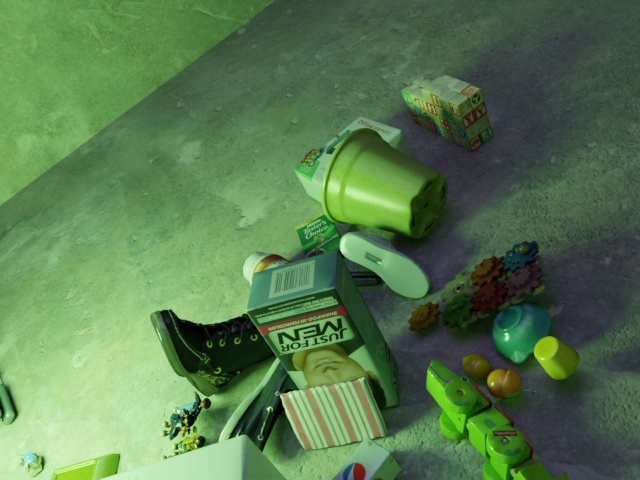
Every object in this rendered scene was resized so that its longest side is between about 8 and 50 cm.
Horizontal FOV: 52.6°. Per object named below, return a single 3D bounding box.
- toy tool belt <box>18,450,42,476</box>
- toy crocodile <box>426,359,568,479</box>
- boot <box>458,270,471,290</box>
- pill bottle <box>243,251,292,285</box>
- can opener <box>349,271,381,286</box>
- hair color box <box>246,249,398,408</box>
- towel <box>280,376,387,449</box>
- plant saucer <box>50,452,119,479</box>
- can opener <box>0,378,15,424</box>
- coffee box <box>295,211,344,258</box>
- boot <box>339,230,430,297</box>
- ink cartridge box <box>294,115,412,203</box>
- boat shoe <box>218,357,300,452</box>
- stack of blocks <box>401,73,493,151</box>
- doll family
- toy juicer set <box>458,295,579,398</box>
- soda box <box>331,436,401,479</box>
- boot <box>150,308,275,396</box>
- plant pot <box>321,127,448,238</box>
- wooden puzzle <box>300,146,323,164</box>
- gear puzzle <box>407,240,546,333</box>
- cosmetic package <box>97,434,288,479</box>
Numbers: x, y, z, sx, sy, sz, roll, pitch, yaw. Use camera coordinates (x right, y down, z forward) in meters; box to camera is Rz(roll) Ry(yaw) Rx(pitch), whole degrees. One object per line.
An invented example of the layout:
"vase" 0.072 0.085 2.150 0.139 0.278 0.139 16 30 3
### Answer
"toy tool belt" -0.756 0.570 1.680 0.052 0.051 0.083 -41 40 -14
"toy crocodile" 0.312 0.350 1.210 0.105 0.115 0.340 -21 38 -19
"boot" 0.368 0.096 1.506 0.118 0.042 0.087 -35 37 -7
"pill bottle" -0.114 0.106 1.728 0.121 0.121 0.216 -44 39 -17
"can opener" 0.068 0.099 1.677 0.186 0.073 0.059 5 41 24
"hair color box" 0.017 0.207 1.334 0.185 0.374 0.113 -16 38 17
"towel" 0.028 0.361 1.354 0.197 0.144 0.029 -15 19 17
"plant saucer" -0.586 0.604 1.544 0.188 0.045 0.188 -19 40 13
"can opener" -0.975 0.467 1.929 0.280 0.074 0.093 27 99 48
"coffee box" 0.000 0.000 1.837 0.113 0.040 0.184 -26 39 5
"boot" 0.179 0.048 1.634 0.258 0.095 0.123 34 24 20
"ink cartridge box" 0.100 -0.231 1.961 0.289 0.121 0.211 -41 39 -13
"boat shoe" -0.082 0.347 1.463 0.113 0.127 0.340 30 54 16
"stack of blocks" 0.370 -0.401 1.939 0.087 0.171 0.297 -37 39 -9
"doll family" -0.307 0.442 1.503 0.111 0.076 0.193 -30 56 32
"toy juicer set" 0.387 0.206 1.358 0.209 0.089 0.329 -42 26 17
"soda box" 0.058 0.491 1.243 0.069 0.074 0.216 21 61 44
"boot" -0.206 0.213 1.497 0.284 0.377 0.138 -27 55 -5
"plant pot" 0.184 -0.130 1.718 0.254 0.276 0.276 27 64 34
"wooden puzzle" -0.024 -0.258 1.967 0.049 0.006 0.083 17 56 47
"gear puzzle" 0.328 0.108 1.431 0.339 0.044 0.175 -31 27 30
"cosmetic package" -0.298 0.561 1.266 0.453 0.230 0.161 -20 39 11
